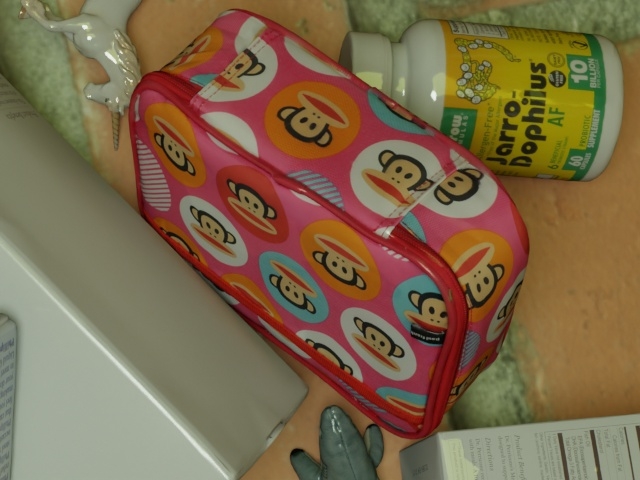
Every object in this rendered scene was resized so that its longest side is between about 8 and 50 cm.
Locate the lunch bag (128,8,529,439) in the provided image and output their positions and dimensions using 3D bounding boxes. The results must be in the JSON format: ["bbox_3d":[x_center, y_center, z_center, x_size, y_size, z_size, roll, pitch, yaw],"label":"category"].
[{"bbox_3d":[0.000,0.000,1.144,0.293,0.258,0.120,36,61,19],"label":"lunch bag"}]

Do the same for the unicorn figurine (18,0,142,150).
[{"bbox_3d":[-0.174,-0.170,1.244,0.111,0.060,0.162,24,76,-3],"label":"unicorn figurine"}]

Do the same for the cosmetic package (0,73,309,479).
[{"bbox_3d":[-0.206,0.043,1.096,0.156,0.217,0.385,-44,87,17],"label":"cosmetic package"}]

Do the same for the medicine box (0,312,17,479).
[{"bbox_3d":[-0.338,0.175,0.974,0.263,0.149,0.289,11,108,14],"label":"medicine box"}]

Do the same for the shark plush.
[{"bbox_3d":[0.023,0.204,1.194,0.073,0.067,0.161,-4,79,-11],"label":"shark plush"}]

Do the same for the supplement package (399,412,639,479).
[{"bbox_3d":[0.196,0.202,1.187,0.244,0.139,0.134,-4,77,-10],"label":"supplement package"}]

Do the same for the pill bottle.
[{"bbox_3d":[0.119,-0.111,1.252,0.208,0.117,0.118,5,77,-9],"label":"pill bottle"}]
